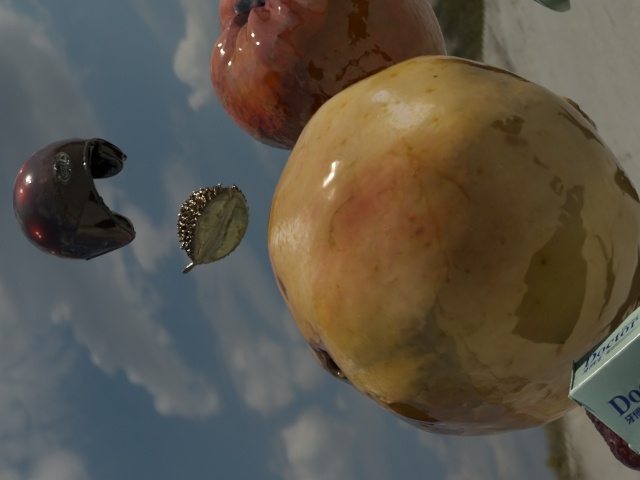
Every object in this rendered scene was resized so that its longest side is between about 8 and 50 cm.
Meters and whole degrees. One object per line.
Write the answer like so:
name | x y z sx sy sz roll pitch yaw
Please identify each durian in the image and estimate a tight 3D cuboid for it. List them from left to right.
durian | -0.212 -0.027 1.707 0.091 0.188 0.148 28 -175 31

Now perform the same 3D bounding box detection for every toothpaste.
toothpaste | 0.329 0.037 0.725 0.089 0.313 0.071 39 -151 -1

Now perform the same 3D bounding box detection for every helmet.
helmet | -0.405 -0.067 1.549 0.216 0.193 0.189 119 143 -53

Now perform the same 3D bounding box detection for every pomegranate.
pomegranate | 0.145 -0.009 0.985 0.411 0.412 0.411 59 -168 -20

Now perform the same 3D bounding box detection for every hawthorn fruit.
hawthorn fruit | 0.020 -0.370 1.847 0.471 0.472 0.471 59 -168 -20

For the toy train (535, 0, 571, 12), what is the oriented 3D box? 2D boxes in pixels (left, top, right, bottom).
toy train | 0.229 -0.454 1.219 0.407 0.088 0.086 59 -169 -35

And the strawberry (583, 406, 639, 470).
strawberry | 0.540 0.230 1.550 0.261 0.261 0.257 11 -118 -76
